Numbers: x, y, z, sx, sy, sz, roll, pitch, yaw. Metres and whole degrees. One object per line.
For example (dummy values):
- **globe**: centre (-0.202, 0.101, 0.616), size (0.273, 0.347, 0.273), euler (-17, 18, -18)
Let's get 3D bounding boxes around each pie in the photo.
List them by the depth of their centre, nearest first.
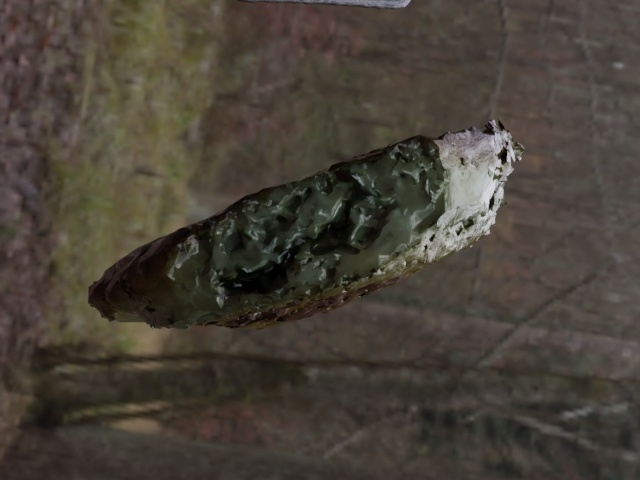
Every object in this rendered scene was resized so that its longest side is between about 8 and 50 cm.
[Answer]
- **pie**: centre (0.000, 0.000, 1.004), size (0.288, 0.355, 0.102), euler (108, -39, -84)

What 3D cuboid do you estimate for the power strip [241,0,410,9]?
- **power strip**: centre (0.025, -0.369, 1.379), size (0.092, 0.251, 0.256), euler (24, -67, 55)
